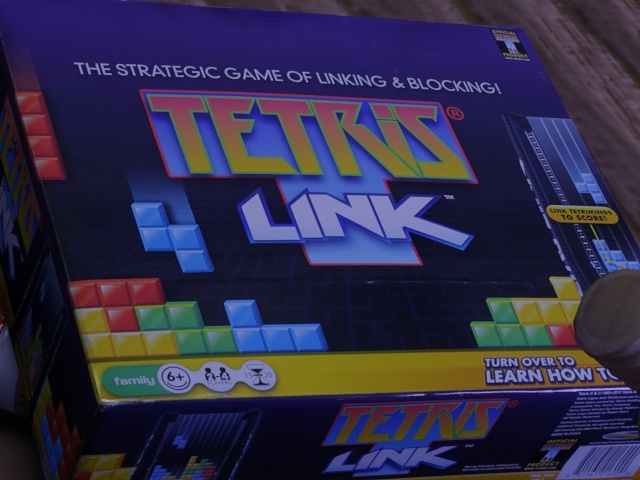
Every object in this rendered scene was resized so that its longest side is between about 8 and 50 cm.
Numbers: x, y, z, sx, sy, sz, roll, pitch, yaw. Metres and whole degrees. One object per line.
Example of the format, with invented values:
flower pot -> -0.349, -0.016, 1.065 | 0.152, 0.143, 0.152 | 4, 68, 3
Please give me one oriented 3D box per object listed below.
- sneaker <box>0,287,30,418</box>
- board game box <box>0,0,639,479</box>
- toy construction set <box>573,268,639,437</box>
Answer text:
sneaker -> -0.085, 0.001, 0.537 | 0.067, 0.042, 0.118 | 19, 33, 11
board game box -> 0.000, 0.000, 0.505 | 0.170, 0.048, 0.141 | 0, 49, -27
toy construction set -> 0.177, 0.120, 0.287 | 0.309, 0.257, 0.237 | 10, -19, 47
